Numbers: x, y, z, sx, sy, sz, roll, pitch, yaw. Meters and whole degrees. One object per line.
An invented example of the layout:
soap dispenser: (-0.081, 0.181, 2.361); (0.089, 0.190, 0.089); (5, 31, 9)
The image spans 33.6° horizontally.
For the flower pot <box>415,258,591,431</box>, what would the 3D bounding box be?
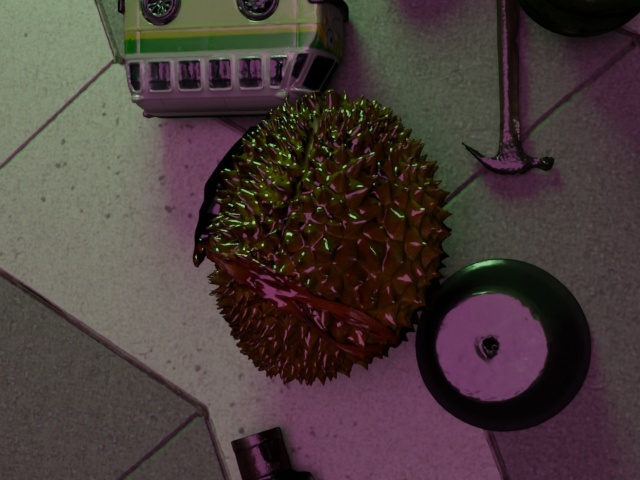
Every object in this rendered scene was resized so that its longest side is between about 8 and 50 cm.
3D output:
flower pot: (0.227, 0.136, 1.371); (0.235, 0.148, 0.235); (-1, 85, 16)

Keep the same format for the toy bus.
toy bus: (-0.119, -0.264, 1.492); (0.306, 0.143, 0.178); (0, 89, 14)

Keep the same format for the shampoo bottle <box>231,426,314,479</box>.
shampoo bottle: (-0.045, 0.422, 1.457); (0.129, 0.084, 0.322); (-20, 80, 9)

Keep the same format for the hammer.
hammer: (0.257, -0.237, 1.450); (0.125, 0.027, 0.297); (0, 86, 10)

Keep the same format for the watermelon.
watermelon: (0.324, -0.355, 1.355); (0.215, 0.188, 0.187); (2, 87, 0)

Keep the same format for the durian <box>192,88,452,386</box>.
durian: (-0.002, -0.001, 1.356); (0.348, 0.347, 0.384); (8, 105, 15)
